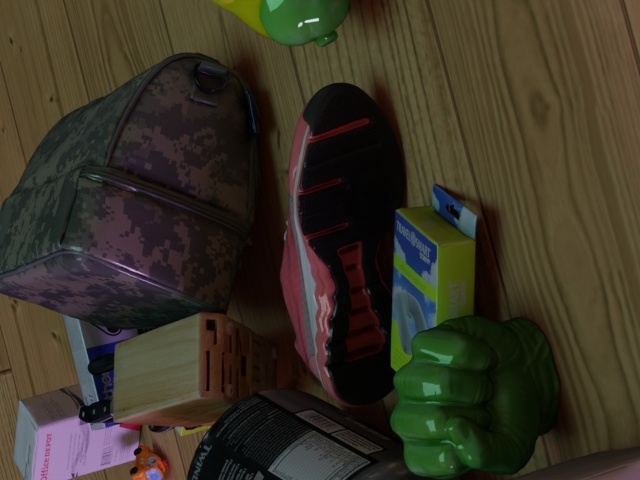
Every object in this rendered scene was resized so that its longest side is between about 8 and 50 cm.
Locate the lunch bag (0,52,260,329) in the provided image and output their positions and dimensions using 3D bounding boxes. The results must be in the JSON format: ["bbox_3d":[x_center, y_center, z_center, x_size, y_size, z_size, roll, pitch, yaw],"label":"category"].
[{"bbox_3d":[-0.199,-0.054,2.004,0.305,0.212,0.256,-15,59,61],"label":"lunch bag"}]

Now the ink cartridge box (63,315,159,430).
[{"bbox_3d":[-0.237,0.106,2.156,0.046,0.097,0.207,-18,85,60],"label":"ink cartridge box"}]

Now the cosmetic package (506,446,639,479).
[{"bbox_3d":[0.227,0.247,1.458,0.183,0.151,0.151,-24,81,65],"label":"cosmetic package"}]

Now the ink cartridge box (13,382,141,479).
[{"bbox_3d":[-0.305,0.238,2.356,0.063,0.150,0.109,48,139,39],"label":"ink cartridge box"}]

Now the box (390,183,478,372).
[{"bbox_3d":[0.101,0.050,1.681,0.109,0.042,0.178,-137,44,-64],"label":"box"}]

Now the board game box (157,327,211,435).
[{"bbox_3d":[-0.157,0.125,2.171,0.092,0.043,0.181,45,138,42],"label":"board game box"}]

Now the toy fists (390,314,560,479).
[{"bbox_3d":[0.144,0.203,1.599,0.096,0.142,0.279,-1,101,60],"label":"toy fists"}]

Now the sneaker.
[{"bbox_3d":[-0.001,0.000,1.789,0.136,0.116,0.314,25,122,55],"label":"sneaker"}]

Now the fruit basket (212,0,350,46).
[{"bbox_3d":[-0.106,-0.352,1.709,0.392,0.283,0.392,-174,90,-65],"label":"fruit basket"}]

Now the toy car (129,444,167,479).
[{"bbox_3d":[-0.199,0.314,2.343,0.040,0.060,0.122,-13,113,18],"label":"toy car"}]

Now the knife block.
[{"bbox_3d":[-0.176,0.148,1.986,0.275,0.242,0.088,38,-132,-70],"label":"knife block"}]

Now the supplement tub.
[{"bbox_3d":[0.023,0.270,1.777,0.316,0.193,0.194,23,121,55],"label":"supplement tub"}]
